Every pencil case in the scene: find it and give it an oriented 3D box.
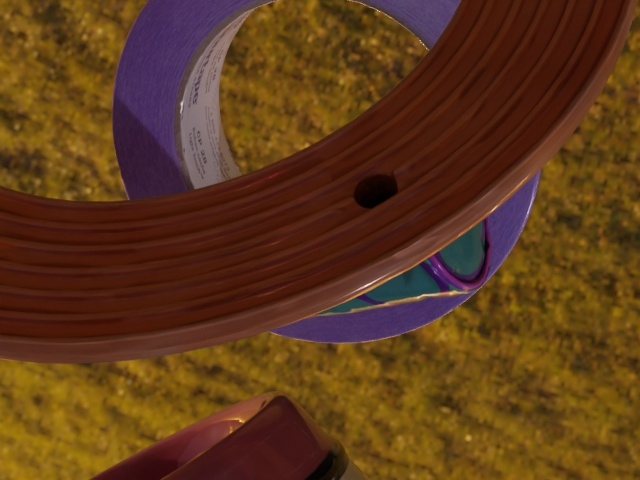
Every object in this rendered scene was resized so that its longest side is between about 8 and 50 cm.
[{"bbox_3d":[0.000,0.000,0.573,0.151,0.065,0.070,-10,143,37],"label":"pencil case"}]

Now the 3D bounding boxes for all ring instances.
[{"bbox_3d":[-0.048,-0.089,0.496,0.336,0.337,0.032,8,143,23],"label":"ring"}]

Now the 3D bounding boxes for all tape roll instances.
[{"bbox_3d":[0.008,-0.075,0.838,0.274,0.090,0.275,5,111,13],"label":"tape roll"}]

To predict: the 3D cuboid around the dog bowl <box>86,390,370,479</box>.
[{"bbox_3d":[-0.129,0.224,0.688,0.150,0.408,0.408,60,150,1],"label":"dog bowl"}]
